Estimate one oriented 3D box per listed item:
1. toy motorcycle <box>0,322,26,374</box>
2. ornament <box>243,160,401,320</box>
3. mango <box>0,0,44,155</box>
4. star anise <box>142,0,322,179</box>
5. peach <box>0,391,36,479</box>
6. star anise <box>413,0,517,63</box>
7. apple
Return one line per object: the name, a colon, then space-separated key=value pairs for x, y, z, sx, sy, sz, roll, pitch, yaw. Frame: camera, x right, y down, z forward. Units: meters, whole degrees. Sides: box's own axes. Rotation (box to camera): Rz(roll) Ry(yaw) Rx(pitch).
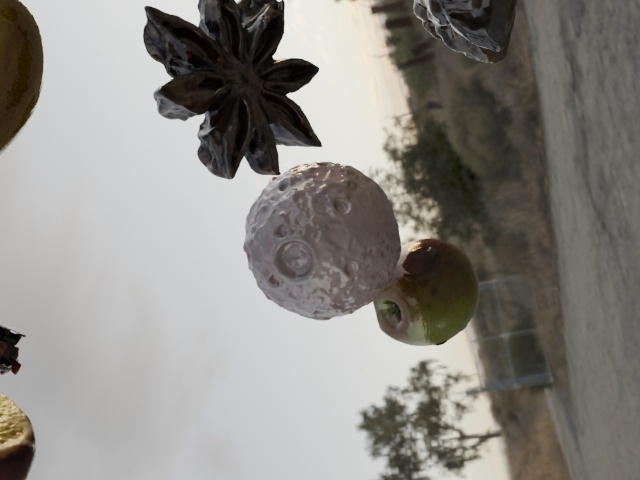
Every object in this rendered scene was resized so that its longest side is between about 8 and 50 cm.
toy motorcycle: x=-0.770 y=0.183 z=1.602 sx=0.326 sy=0.147 sz=0.221 roll=33 pitch=175 yaw=-33
ornament: x=0.000 y=0.000 z=1.276 sx=0.225 sy=0.260 sz=0.259 roll=-39 pitch=-65 yaw=-64
mango: x=-0.356 y=-0.150 z=0.791 sx=0.099 sy=0.136 sz=0.227 roll=147 pitch=144 yaw=-69
star anise: x=-0.081 y=-0.170 z=0.798 sx=0.230 sy=0.081 sz=0.262 roll=30 pitch=-122 yaw=-28
peach: x=-0.523 y=0.308 z=1.094 sx=0.248 sy=0.275 sz=0.245 roll=-44 pitch=-41 yaw=-50
star anise: x=0.121 y=-0.316 z=0.827 sx=0.315 sy=0.108 sz=0.315 roll=58 pitch=-166 yaw=-23
apple: x=0.211 y=0.103 z=1.562 sx=0.188 sy=0.174 sz=0.207 roll=-34 pitch=-85 yaw=-39
